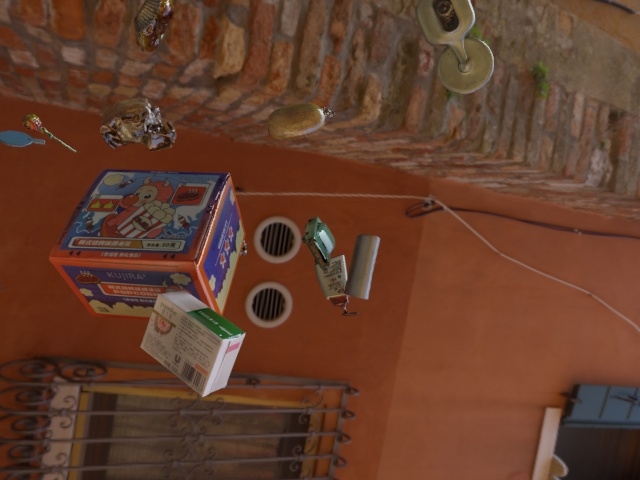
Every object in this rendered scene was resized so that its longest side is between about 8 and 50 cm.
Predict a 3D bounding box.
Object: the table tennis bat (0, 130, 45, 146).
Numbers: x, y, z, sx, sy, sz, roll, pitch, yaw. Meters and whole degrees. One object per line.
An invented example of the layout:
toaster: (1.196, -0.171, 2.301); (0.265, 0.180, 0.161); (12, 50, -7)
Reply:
table tennis bat: (-1.156, -0.391, 1.820); (0.100, 0.155, 0.019); (61, -43, 40)

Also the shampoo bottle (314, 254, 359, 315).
shampoo bottle: (0.080, 0.214, 2.107); (0.071, 0.153, 0.284); (88, -16, -68)

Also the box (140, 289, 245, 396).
box: (-0.268, 0.208, 0.983); (0.081, 0.199, 0.135); (-4, 120, -63)

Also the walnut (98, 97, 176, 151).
walnut: (-0.612, -0.388, 1.551); (0.238, 0.204, 0.141); (49, 22, -66)

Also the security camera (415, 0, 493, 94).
security camera: (0.383, -0.563, 1.332); (0.301, 0.157, 0.080); (62, 15, -10)

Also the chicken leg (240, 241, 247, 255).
chicken leg: (-0.304, 0.036, 1.551); (0.080, 0.125, 0.196); (12, 79, -64)

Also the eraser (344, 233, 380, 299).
eraser: (0.153, 0.096, 1.732); (0.174, 0.081, 0.226); (135, -31, -85)

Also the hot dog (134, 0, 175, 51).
hot dog: (-0.521, -0.676, 1.479); (0.162, 0.082, 0.270); (-57, -161, -5)

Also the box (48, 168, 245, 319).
box: (-0.403, 0.005, 1.187); (0.256, 0.349, 0.318); (86, 10, -47)

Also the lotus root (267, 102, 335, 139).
lotus root: (-0.097, -0.595, 2.322); (0.151, 0.343, 0.169); (71, 7, -65)

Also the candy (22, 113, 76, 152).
candy: (-1.002, -0.391, 1.748); (0.060, 0.201, 0.060); (-34, -145, 28)

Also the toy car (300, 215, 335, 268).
toy car: (0.000, 0.000, 1.905); (0.141, 0.097, 0.320); (60, 11, -16)
